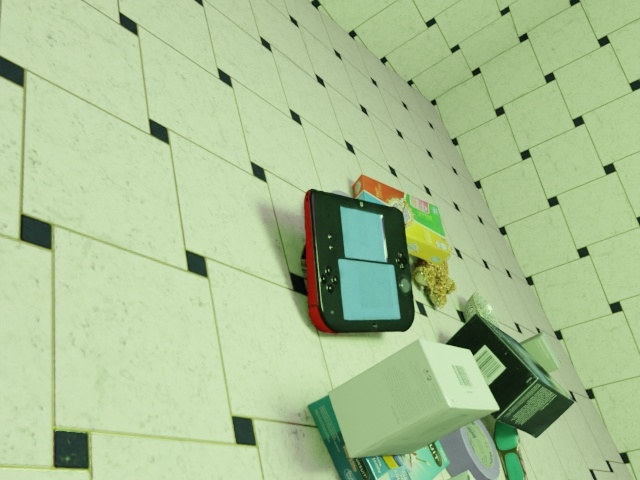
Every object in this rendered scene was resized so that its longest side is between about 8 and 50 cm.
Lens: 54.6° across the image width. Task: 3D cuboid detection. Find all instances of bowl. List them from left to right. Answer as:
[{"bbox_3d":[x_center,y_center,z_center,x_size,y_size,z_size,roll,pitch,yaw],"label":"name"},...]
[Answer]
[{"bbox_3d":[0.583,0.281,2.298,0.170,0.080,0.170,41,29,-28],"label":"bowl"}]

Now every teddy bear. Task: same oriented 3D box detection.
[{"bbox_3d":[0.405,0.093,2.172,0.245,0.113,0.338,58,25,-1],"label":"teddy bear"}]

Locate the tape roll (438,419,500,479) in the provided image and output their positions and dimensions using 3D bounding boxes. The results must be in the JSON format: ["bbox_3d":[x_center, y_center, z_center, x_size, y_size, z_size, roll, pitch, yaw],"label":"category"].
[{"bbox_3d":[0.387,0.549,1.634,0.189,0.080,0.189,42,29,-30],"label":"tape roll"}]

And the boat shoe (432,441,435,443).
[{"bbox_3d":[0.248,0.386,1.444,0.075,0.065,0.206,6,24,0],"label":"boat shoe"}]

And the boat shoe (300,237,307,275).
[{"bbox_3d":[0.000,0.000,1.534,0.066,0.066,0.183,66,36,-46],"label":"boat shoe"}]

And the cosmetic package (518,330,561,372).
[{"bbox_3d":[0.686,0.422,2.128,0.127,0.238,0.107,61,25,11],"label":"cosmetic package"}]

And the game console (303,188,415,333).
[{"bbox_3d":[0.107,0.060,1.555,0.386,0.060,0.342,9,76,-48],"label":"game console"}]

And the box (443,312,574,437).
[{"bbox_3d":[0.573,0.415,1.913,0.294,0.183,0.296,33,14,-42],"label":"box"}]

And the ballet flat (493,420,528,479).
[{"bbox_3d":[0.579,0.646,1.883,0.079,0.076,0.222,56,22,-48],"label":"ballet flat"}]

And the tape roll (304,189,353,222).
[{"bbox_3d":[0.079,-0.002,1.727,0.275,0.090,0.275,42,28,-29],"label":"tape roll"}]

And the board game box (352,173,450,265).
[{"bbox_3d":[0.262,-0.069,2.042,0.316,0.064,0.242,21,39,-21],"label":"board game box"}]

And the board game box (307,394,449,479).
[{"bbox_3d":[0.138,0.423,1.341,0.336,0.079,0.254,1,59,-60],"label":"board game box"}]

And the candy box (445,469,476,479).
[{"bbox_3d":[0.298,0.605,1.305,0.196,0.164,0.070,52,21,-10],"label":"candy box"}]

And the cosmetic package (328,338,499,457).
[{"bbox_3d":[0.179,0.308,1.192,0.224,0.224,0.138,22,38,-50],"label":"cosmetic package"}]
